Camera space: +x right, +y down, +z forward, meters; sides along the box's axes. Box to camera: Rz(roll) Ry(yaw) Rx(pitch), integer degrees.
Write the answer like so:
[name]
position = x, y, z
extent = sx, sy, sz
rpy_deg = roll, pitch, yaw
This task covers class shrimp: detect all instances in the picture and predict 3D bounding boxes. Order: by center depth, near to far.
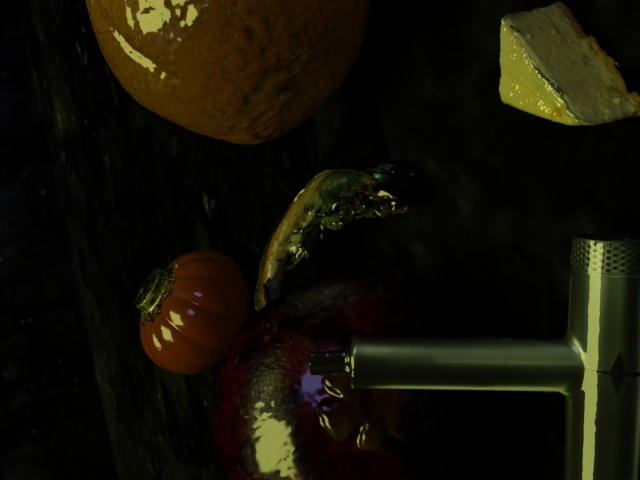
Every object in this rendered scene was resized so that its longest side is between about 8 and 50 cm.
[shrimp]
position = 0.000, 0.000, 1.012
extent = 0.054, 0.222, 0.290
rpy_deg = 37, 155, -22

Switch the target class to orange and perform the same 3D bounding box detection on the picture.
[orange]
position = -0.106, -0.293, 0.923
extent = 0.322, 0.322, 0.357
rpy_deg = 117, 138, -51

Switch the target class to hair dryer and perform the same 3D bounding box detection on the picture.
[hair dryer]
position = 0.158, 0.164, 0.733
extent = 0.284, 0.155, 0.320
rpy_deg = -7, 94, 21

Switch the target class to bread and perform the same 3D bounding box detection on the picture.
[bread]
position = 0.200, -0.138, 0.664
extent = 0.109, 0.084, 0.080
rpy_deg = 35, 134, 52

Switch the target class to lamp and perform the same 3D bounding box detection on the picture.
[lamp]
position = -0.216, 0.123, 1.438
extent = 0.223, 0.196, 0.223
rpy_deg = -45, 28, 32

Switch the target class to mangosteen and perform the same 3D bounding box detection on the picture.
[mangosteen]
position = 0.031, 0.201, 0.923
extent = 0.359, 0.306, 0.306
rpy_deg = 107, 142, -69
